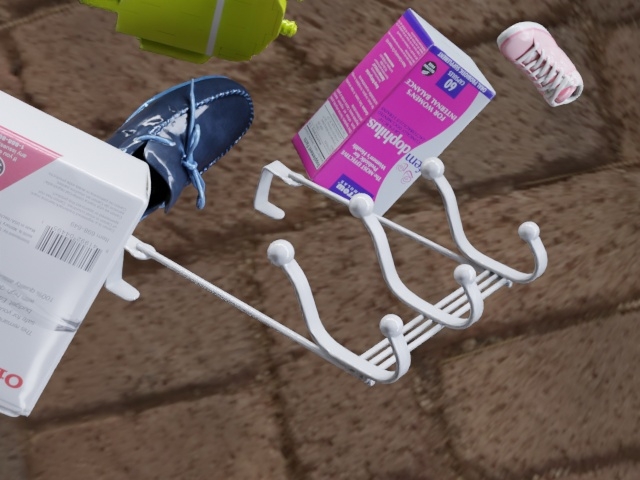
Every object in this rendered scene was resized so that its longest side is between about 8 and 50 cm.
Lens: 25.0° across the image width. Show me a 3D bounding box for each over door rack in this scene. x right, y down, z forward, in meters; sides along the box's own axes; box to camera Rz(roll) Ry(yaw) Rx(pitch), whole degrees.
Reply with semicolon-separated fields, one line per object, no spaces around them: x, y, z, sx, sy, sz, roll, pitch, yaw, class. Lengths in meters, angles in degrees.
0.000;0.000;1.263;0.324;0.239;0.108;17;119;34;over door rack

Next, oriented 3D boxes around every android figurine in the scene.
-0.155;-0.309;1.770;0.273;0.248;0.056;11;51;-5;android figurine

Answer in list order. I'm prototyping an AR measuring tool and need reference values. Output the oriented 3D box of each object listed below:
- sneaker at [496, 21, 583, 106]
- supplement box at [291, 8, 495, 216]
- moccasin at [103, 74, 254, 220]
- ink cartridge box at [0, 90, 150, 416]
0.251;-0.193;1.610;0.051;0.134;0.070;-38;57;21;sneaker
0.084;-0.147;1.735;0.111;0.114;0.220;33;108;-30;supplement box
-0.203;-0.072;1.732;0.342;0.137;0.117;-39;39;-20;moccasin
-0.251;0.010;1.134;0.159;0.092;0.218;27;108;-16;ink cartridge box
